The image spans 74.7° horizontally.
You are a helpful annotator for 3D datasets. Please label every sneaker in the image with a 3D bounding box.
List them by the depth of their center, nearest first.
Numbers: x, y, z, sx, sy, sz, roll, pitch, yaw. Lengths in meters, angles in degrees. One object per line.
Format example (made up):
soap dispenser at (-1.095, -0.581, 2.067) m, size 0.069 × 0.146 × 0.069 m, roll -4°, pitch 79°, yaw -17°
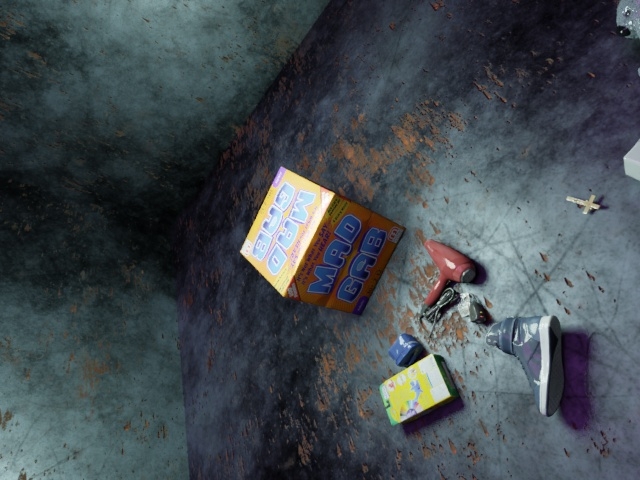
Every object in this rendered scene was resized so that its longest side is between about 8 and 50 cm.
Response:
sneaker at (0.487, 0.293, 1.013) m, size 0.164 × 0.086 × 0.226 m, roll -10°, pitch 69°, yaw 49°

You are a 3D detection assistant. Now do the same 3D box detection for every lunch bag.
lunch bag at (0.258, 0.340, 1.275) m, size 0.098 × 0.067 × 0.065 m, roll -59°, pitch 39°, yaw 15°

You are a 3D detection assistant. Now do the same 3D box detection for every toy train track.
toy train track at (0.655, -0.093, 1.043) m, size 0.083 × 0.014 × 0.048 m, roll 39°, pitch 112°, yaw 56°

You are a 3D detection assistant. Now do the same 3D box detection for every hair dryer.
hair dryer at (0.356, 0.124, 1.245) m, size 0.224 × 0.080 × 0.293 m, roll -25°, pitch 56°, yaw 42°

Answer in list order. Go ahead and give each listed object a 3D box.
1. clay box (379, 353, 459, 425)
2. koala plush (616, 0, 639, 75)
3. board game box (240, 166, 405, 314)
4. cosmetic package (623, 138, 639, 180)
clay box at (0.279, 0.439, 1.220) m, size 0.222 × 0.053 × 0.127 m, roll -43°, pitch 46°, yaw 31°
koala plush at (0.777, -0.511, 0.957) m, size 0.203 × 0.196 × 0.221 m, roll -37°, pitch 47°, yaw 19°
board game box at (0.000, 0.000, 1.497) m, size 0.357 × 0.357 × 0.356 m, roll 35°, pitch 101°, yaw 51°
cosmetic package at (0.760, -0.143, 0.837) m, size 0.117 × 0.085 × 0.231 m, roll -49°, pitch 47°, yaw 9°
